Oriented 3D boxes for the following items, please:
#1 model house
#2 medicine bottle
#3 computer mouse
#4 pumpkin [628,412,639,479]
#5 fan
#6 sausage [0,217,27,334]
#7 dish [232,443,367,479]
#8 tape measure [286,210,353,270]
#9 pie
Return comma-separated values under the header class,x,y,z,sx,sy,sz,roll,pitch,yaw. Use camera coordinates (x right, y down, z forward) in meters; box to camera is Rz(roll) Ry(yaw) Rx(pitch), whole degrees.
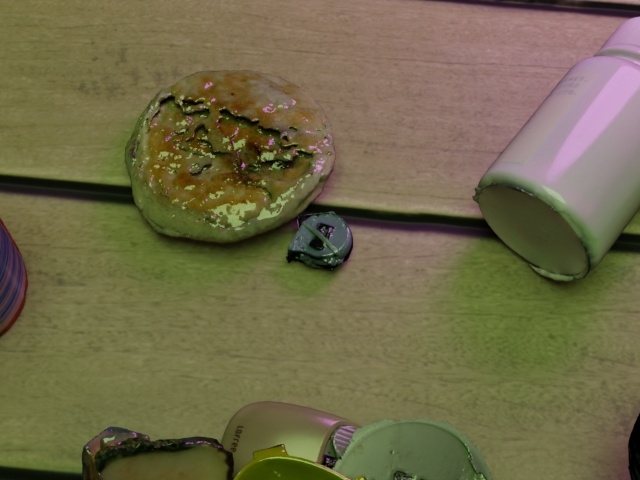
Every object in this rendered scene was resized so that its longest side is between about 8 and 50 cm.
class,x,y,z,sx,sy,sz,roll,pitch,yaw
model house,-0.224,0.322,1.456,0.182,0.172,0.167,-4,99,-22
medicine bottle,0.417,-0.144,1.631,0.213,0.213,0.379,36,72,15
computer mouse,-0.024,0.304,1.509,0.236,0.082,0.145,16,67,8
pumpkin,0.546,0.321,1.352,0.266,0.363,0.363,-32,69,1
fan,0.208,0.368,1.486,0.414,0.012,0.233,8,80,-7
sausage,-0.552,0.017,1.527,0.233,0.287,0.233,0,67,1
dish,-0.047,0.408,1.385,0.221,0.108,0.262,19,54,7
tape measure,0.002,-0.001,1.657,0.094,0.054,0.091,7,64,13
pie,-0.141,-0.139,1.697,0.339,0.077,0.339,-1,59,1
